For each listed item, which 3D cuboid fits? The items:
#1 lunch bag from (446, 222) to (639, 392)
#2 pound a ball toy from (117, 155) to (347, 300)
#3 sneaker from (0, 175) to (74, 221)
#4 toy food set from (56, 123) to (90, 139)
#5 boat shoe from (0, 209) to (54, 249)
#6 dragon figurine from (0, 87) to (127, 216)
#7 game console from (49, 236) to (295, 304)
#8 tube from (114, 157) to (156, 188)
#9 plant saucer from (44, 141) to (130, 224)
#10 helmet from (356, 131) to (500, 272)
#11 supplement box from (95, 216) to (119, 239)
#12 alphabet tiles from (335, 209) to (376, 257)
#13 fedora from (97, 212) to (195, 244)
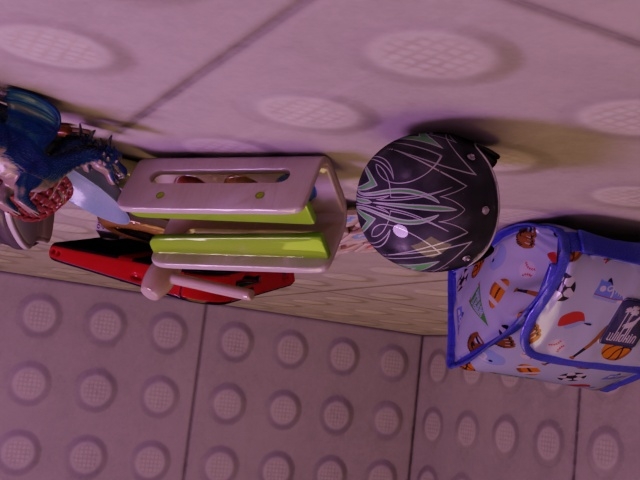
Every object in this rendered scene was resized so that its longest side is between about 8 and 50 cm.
[{"bbox_3d":[0.425,0.104,1.569,0.328,0.238,0.385,10,154,-17],"label":"lunch bag"},{"bbox_3d":[-0.123,-0.022,1.329,0.319,0.135,0.208,1,138,24],"label":"pound a ball toy"},{"bbox_3d":[-0.402,-0.103,1.242,0.092,0.088,0.225,54,-176,35],"label":"sneaker"},{"bbox_3d":[-0.347,-0.138,1.232,0.122,0.019,0.078,11,170,-26],"label":"toy food set"},{"bbox_3d":[-0.477,-0.040,1.469,0.096,0.112,0.335,3,175,-6],"label":"boat shoe"},{"bbox_3d":[-0.357,-0.124,1.115,0.085,0.144,0.289,0,150,45],"label":"dragon figurine"},{"bbox_3d":[-0.256,0.043,1.800,0.342,0.060,0.386,10,-173,21],"label":"game console"},{"bbox_3d":[-0.230,-0.081,1.416,0.240,0.062,0.070,18,123,-31],"label":"tube"},{"bbox_3d":[-0.341,-0.090,1.348,0.195,0.037,0.195,26,163,9],"label":"plant saucer"},{"bbox_3d":[0.122,-0.041,1.054,0.169,0.169,0.161,2,-173,25],"label":"helmet"},{"bbox_3d":[-0.380,-0.039,1.744,0.036,0.062,0.098,9,170,-6],"label":"supplement box"},{"bbox_3d":[0.000,0.000,1.608,0.284,0.021,0.278,-2,165,-23],"label":"alphabet tiles"},{"bbox_3d":[-0.273,-0.037,1.627,0.194,0.079,0.194,13,170,2],"label":"fedora"}]
